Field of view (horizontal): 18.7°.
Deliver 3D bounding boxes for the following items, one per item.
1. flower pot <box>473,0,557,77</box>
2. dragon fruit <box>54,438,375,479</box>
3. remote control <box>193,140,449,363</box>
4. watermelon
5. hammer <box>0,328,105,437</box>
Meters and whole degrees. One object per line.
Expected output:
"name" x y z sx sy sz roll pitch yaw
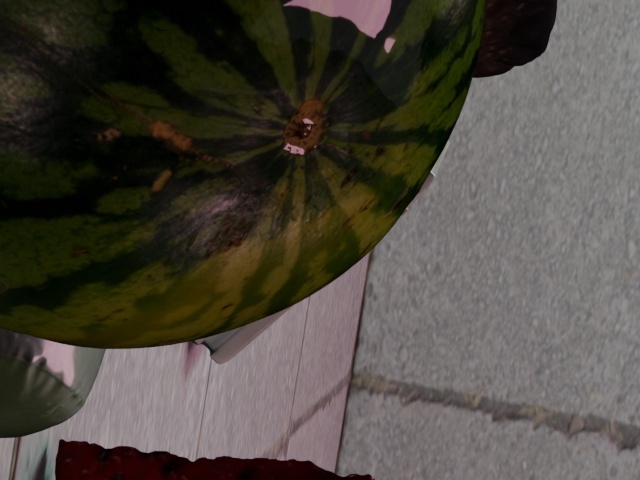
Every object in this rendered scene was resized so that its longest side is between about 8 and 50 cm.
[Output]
"flower pot" -0.021 -0.213 0.969 0.266 0.267 0.267 0 90 -90
"dragon fruit" -0.140 0.279 1.288 0.330 0.240 0.302 -48 169 -28
"remote control" 0.000 0.000 1.757 0.277 0.055 0.103 -42 -172 22
"watermelon" -0.080 -0.095 0.743 0.285 0.285 0.285 9 90 -83
"hammer" -0.154 0.028 1.053 0.335 0.119 0.206 98 6 -71
